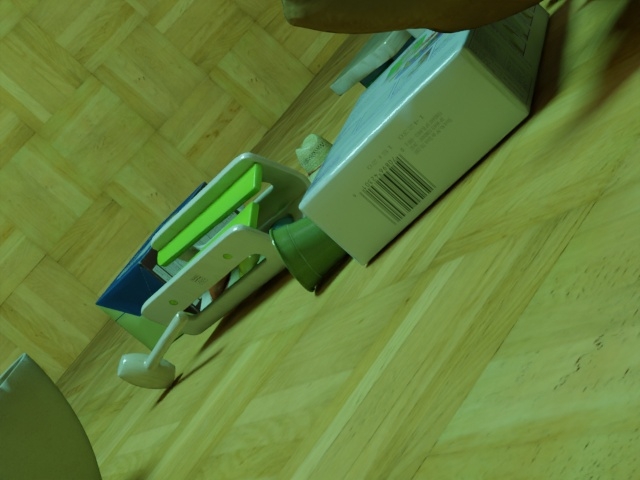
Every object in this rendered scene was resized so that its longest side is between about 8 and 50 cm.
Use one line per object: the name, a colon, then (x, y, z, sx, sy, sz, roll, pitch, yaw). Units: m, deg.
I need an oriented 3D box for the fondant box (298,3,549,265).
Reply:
fondant box: (0.119, -0.145, 1.309, 0.238, 0.096, 0.330, -43, 11, 28)

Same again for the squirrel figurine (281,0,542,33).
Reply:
squirrel figurine: (0.198, -0.315, 1.120, 0.370, 0.397, 0.280, -22, -62, -71)

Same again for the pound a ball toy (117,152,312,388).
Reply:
pound a ball toy: (-0.133, 0.059, 1.641, 0.319, 0.136, 0.208, -39, 38, 45)

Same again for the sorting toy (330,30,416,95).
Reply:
sorting toy: (0.160, -0.330, 1.925, 0.257, 0.089, 0.255, -51, 9, -18)

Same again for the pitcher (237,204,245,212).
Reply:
pitcher: (-0.236, 0.018, 2.303, 0.207, 0.126, 0.177, -43, -21, -58)

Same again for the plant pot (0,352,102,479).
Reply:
plant pot: (-0.347, 0.293, 1.353, 0.284, 0.191, 0.284, -46, 9, 9)

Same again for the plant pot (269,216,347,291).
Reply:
plant pot: (0.000, 0.000, 1.343, 0.079, 0.083, 0.083, -35, 11, 10)

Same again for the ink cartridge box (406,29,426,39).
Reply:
ink cartridge box: (0.237, -0.378, 1.665, 0.278, 0.117, 0.201, -48, 9, 0)

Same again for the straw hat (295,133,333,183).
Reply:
straw hat: (-0.007, -0.138, 1.993, 0.144, 0.061, 0.144, -47, 9, 10)

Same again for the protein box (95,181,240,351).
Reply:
protein box: (-0.231, 0.046, 2.034, 0.200, 0.136, 0.201, -37, 14, 52)
